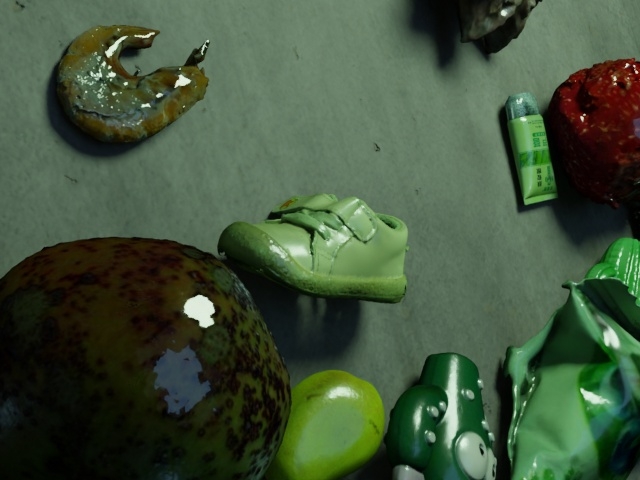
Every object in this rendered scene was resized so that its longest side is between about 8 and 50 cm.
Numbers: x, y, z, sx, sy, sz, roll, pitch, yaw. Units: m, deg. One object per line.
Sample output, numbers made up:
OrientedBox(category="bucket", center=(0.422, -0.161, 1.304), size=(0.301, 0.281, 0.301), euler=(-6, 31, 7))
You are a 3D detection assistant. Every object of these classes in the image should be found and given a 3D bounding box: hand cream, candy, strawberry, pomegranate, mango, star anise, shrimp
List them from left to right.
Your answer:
OrientedBox(category="shrimp", center=(-0.196, -0.181, 0.882), size=(0.187, 0.051, 0.132), euler=(-33, 100, -36))
OrientedBox(category="pomegranate", center=(-0.157, 0.103, 0.734), size=(0.285, 0.285, 0.341), euler=(49, 22, -18))
OrientedBox(category="mango", center=(0.003, 0.211, 0.914), size=(0.163, 0.089, 0.117), euler=(-19, 91, -39))
OrientedBox(category="star anise", center=(0.279, -0.438, 1.223), size=(0.331, 0.117, 0.332), euler=(-25, 120, -57))
OrientedBox(category="hand cream", center=(0.336, -0.148, 1.302), size=(0.095, 0.046, 0.175), euler=(-12, 88, -42))
OrientedBox(category="candy", center=(0.367, 0.282, 1.144), size=(0.263, 0.172, 0.398), euler=(35, 68, -32))
OrientedBox(category="strawberry", center=(0.490, -0.192, 1.339), size=(0.274, 0.274, 0.220), euler=(-16, 51, -40))

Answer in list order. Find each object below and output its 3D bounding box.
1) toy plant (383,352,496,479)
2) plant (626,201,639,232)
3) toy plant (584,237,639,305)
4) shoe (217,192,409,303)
OrientedBox(category="toy plant", center=(0.155, 0.265, 1.004), size=(0.233, 0.112, 0.243), euler=(63, 34, -21))
OrientedBox(category="plant", center=(0.594, -0.053, 1.466), size=(0.087, 0.085, 0.174), euler=(-20, 84, -39))
OrientedBox(category="toy plant", center=(0.479, 0.104, 1.325), size=(0.240, 0.088, 0.155), euler=(-47, 111, -29))
OrientedBox(category="shoe", center=(-0.002, 0.007, 0.943), size=(0.262, 0.140, 0.128), euler=(16, 79, -40))
